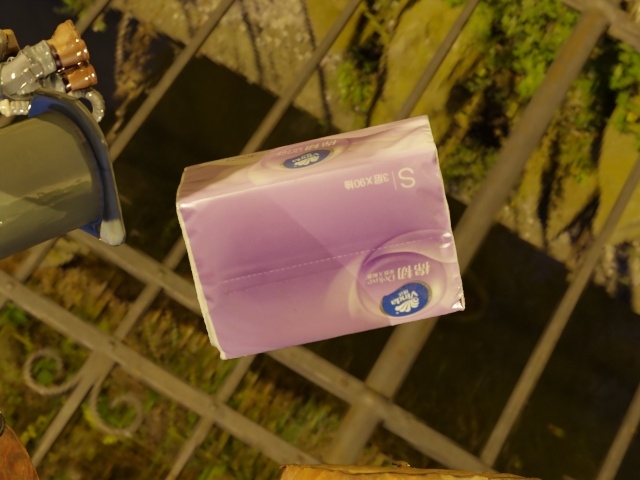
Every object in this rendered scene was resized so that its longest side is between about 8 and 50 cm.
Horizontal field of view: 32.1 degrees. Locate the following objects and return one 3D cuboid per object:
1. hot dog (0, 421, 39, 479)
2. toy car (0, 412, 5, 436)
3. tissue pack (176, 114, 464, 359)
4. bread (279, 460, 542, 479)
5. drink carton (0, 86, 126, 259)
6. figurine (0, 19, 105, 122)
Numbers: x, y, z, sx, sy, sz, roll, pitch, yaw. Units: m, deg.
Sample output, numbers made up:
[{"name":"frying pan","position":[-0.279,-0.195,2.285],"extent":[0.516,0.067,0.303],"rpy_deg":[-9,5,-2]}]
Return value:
[{"name":"hot dog","position":[-0.510,0.290,1.385],"extent":[0.174,0.267,0.388],"rpy_deg":[11,143,45]},{"name":"toy car","position":[-0.420,0.210,1.165],"extent":[0.080,0.170,0.070],"rpy_deg":[-43,68,47]},{"name":"tissue pack","position":[0.000,0.000,1.425],"extent":[0.338,0.160,0.242],"rpy_deg":[-13,112,5]},{"name":"bread","position":[0.106,0.375,1.325],"extent":[0.398,0.215,0.398],"rpy_deg":[3,169,0]},{"name":"drink carton","position":[-0.370,-0.067,1.327],"extent":[0.185,0.189,0.191],"rpy_deg":[27,131,47]},{"name":"figurine","position":[-0.570,-0.252,1.811],"extent":[0.186,0.381,0.261],"rpy_deg":[47,157,49]}]
